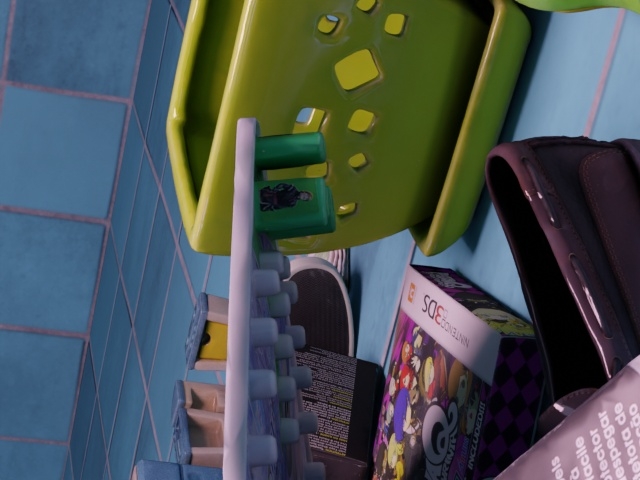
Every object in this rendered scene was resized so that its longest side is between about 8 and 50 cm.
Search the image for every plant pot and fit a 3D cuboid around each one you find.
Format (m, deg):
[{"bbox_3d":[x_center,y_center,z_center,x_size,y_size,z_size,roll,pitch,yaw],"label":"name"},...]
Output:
[{"bbox_3d":[0.016,-0.122,1.094,0.228,0.207,0.227,-112,32,-60],"label":"plant pot"}]

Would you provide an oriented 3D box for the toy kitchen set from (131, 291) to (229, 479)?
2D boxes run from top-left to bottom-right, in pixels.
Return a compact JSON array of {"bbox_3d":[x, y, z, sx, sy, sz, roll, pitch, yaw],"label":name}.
[{"bbox_3d":[-0.137,0.180,1.655,0.207,0.122,0.166,-107,29,-56],"label":"toy kitchen set"}]

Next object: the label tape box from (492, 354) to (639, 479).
[{"bbox_3d":[0.106,0.230,0.605,0.333,0.106,0.240,-50,40,40],"label":"label tape box"}]

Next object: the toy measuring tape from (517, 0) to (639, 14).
[{"bbox_3d":[0.138,-0.132,0.815,0.121,0.121,0.330,122,152,-56],"label":"toy measuring tape"}]

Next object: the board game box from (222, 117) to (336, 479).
[{"bbox_3d":[0.001,0.196,0.814,0.390,0.050,0.390,-91,-5,-50],"label":"board game box"}]

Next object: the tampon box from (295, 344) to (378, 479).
[{"bbox_3d":[-0.020,0.170,1.201,0.161,0.101,0.120,-77,2,-66],"label":"tampon box"}]

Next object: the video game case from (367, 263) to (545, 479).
[{"bbox_3d":[0.083,0.149,1.027,0.210,0.042,0.232,-136,55,-73],"label":"video game case"}]

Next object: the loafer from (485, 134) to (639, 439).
[{"bbox_3d":[0.137,0.077,0.762,0.109,0.095,0.302,120,153,-52],"label":"loafer"}]

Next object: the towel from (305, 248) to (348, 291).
[{"bbox_3d":[0.000,0.000,1.438,0.113,0.023,0.152,126,149,-58],"label":"towel"}]

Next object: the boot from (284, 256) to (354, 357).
[{"bbox_3d":[-0.035,0.129,1.391,0.176,0.088,0.244,-154,69,-76],"label":"boot"}]
